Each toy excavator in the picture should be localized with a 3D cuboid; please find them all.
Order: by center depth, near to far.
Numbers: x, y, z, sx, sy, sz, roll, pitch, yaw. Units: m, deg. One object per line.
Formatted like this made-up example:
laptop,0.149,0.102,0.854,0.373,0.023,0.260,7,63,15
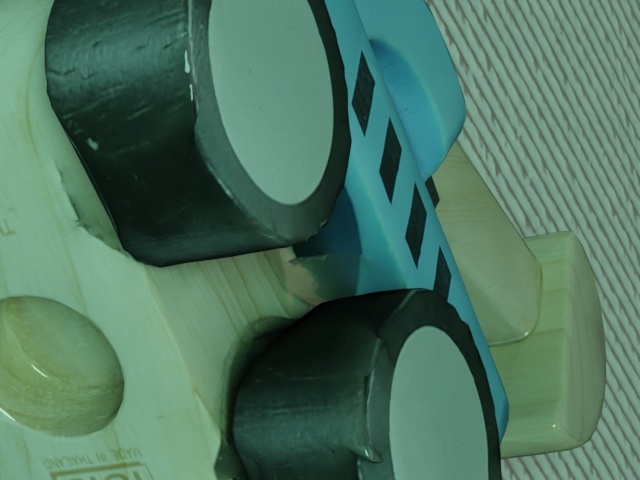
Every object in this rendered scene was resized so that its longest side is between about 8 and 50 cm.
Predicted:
toy excavator,0.000,0.000,0.828,0.433,0.222,0.445,67,30,-24
